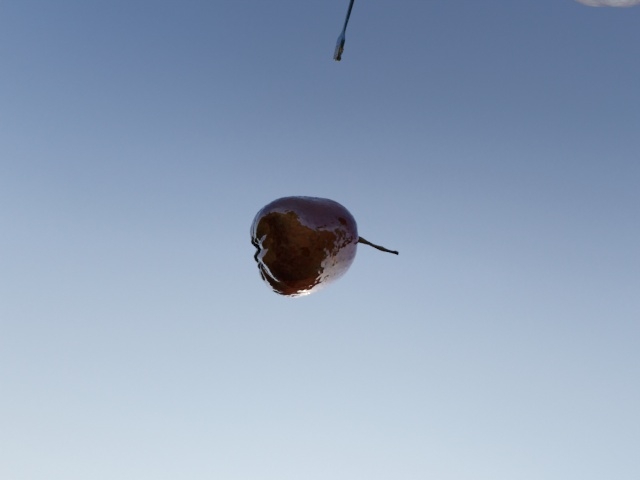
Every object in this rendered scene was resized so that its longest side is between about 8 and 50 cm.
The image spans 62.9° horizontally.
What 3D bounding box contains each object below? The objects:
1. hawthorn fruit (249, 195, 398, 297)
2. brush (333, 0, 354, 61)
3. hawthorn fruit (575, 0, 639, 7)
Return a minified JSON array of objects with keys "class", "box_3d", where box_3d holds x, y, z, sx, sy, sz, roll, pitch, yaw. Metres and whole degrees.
[{"class":"hawthorn fruit","box_3d":[0.000,0.000,0.787,0.204,0.162,0.162,-10,-55,-18]},{"class":"brush","box_3d":[0.056,-0.469,1.123,0.014,0.051,0.164,11,-70,-14]},{"class":"hawthorn fruit","box_3d":[0.510,-0.521,0.862,0.268,0.301,0.267,34,-45,42]}]
